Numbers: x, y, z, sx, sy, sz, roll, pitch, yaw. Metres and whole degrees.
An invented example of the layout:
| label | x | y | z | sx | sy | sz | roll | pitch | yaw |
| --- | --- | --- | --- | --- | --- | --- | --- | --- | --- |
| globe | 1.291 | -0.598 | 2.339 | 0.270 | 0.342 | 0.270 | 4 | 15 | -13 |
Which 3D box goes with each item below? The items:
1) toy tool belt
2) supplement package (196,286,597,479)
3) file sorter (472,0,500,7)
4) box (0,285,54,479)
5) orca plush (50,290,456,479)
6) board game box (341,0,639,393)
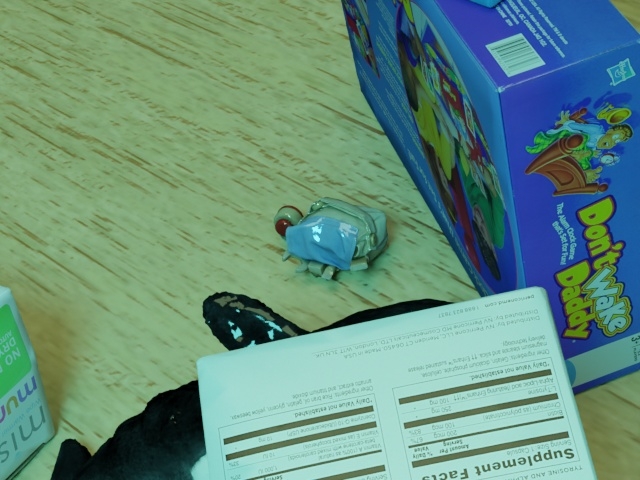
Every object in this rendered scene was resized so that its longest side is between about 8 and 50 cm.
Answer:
| label | x | y | z | sx | sy | sz | roll | pitch | yaw |
| --- | --- | --- | --- | --- | --- | --- | --- | --- | --- |
| toy tool belt | 0.000 | 0.000 | 0.917 | 0.083 | 0.052 | 0.051 | 6 | 38 | 24 |
| supplement package | 0.050 | 0.163 | 0.584 | 0.149 | 0.194 | 0.203 | -12 | 59 | 3 |
| file sorter | 0.058 | -0.218 | 0.745 | 0.118 | 0.104 | 0.170 | -39 | 46 | -25 |
| box | -0.331 | 0.122 | 0.810 | 0.231 | 0.126 | 0.262 | 14 | 40 | 30 |
| orca plush | -0.040 | 0.076 | 0.775 | 0.287 | 0.102 | 0.151 | -19 | 2 | 31 |
| board game box | 0.092 | -0.104 | 0.865 | 0.078 | 0.233 | 0.347 | -20 | 42 | -5 |
